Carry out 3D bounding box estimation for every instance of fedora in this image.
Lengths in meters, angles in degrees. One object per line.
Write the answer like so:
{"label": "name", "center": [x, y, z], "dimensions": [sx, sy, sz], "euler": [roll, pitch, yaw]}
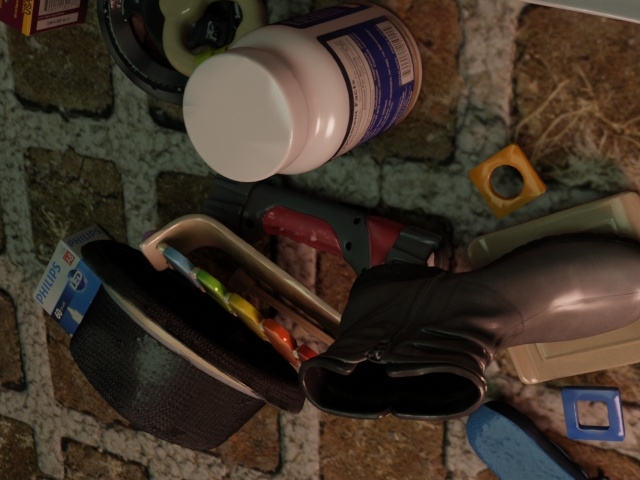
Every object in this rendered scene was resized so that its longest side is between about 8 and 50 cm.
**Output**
{"label": "fedora", "center": [-0.185, 0.147, 1.220], "dimensions": [0.334, 0.334, 0.152], "euler": [37, 92, 14]}

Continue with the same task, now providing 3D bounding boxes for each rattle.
{"label": "rattle", "center": [-0.118, -0.255, 1.154], "dimensions": [0.130, 0.143, 0.199], "euler": [-51, 59, 20]}

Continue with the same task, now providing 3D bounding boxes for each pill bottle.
{"label": "pill bottle", "center": [-0.014, -0.156, 1.028], "dimensions": [0.153, 0.265, 0.153], "euler": [12, 115, 28]}

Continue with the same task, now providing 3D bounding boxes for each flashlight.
{"label": "flashlight", "center": [0.000, 0.000, 1.186], "dimensions": [0.304, 0.103, 0.103], "euler": [17, 120, 24]}

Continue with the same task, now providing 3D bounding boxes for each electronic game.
{"label": "electronic game", "center": [-0.173, -0.276, 1.212], "dimensions": [0.229, 0.048, 0.229], "euler": [9, 115, 20]}

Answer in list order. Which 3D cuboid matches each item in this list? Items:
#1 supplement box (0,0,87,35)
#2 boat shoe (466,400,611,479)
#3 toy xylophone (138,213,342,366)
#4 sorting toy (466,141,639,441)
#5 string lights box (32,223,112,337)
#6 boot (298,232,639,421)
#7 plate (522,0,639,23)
{"label": "supplement box", "center": [-0.408, -0.346, 1.294], "dimensions": [0.188, 0.104, 0.080], "euler": [30, 122, 19]}
{"label": "boat shoe", "center": [0.280, 0.281, 1.139], "dimensions": [0.109, 0.089, 0.258], "euler": [-38, 82, 23]}
{"label": "toy xylophone", "center": [-0.062, 0.089, 1.191], "dimensions": [0.323, 0.081, 0.236], "euler": [35, 168, 19]}
{"label": "sorting toy", "center": [0.279, 0.050, 1.069], "dimensions": [0.196, 0.047, 0.347], "euler": [-19, 98, 31]}
{"label": "string lights box", "center": [-0.282, 0.116, 1.420], "dimensions": [0.260, 0.077, 0.133], "euler": [43, 127, 10]}
{"label": "boot", "center": [0.163, 0.097, 0.964], "dimensions": [0.338, 0.222, 0.118], "euler": [-12, 108, 18]}
{"label": "plate", "center": [0.310, -0.335, 0.892], "dimensions": [0.277, 0.045, 0.277], "euler": [19, 118, 24]}
